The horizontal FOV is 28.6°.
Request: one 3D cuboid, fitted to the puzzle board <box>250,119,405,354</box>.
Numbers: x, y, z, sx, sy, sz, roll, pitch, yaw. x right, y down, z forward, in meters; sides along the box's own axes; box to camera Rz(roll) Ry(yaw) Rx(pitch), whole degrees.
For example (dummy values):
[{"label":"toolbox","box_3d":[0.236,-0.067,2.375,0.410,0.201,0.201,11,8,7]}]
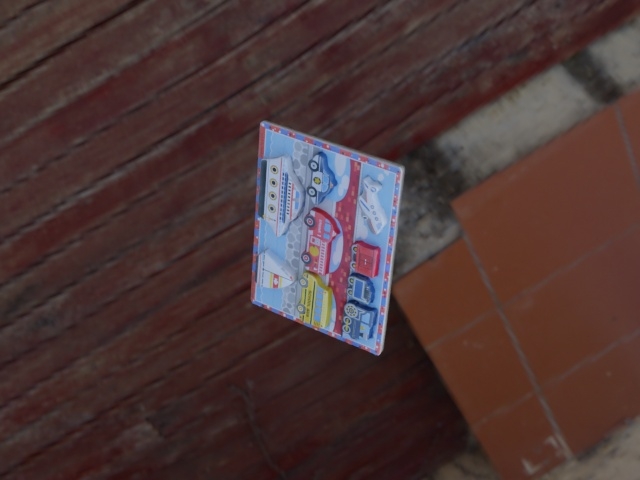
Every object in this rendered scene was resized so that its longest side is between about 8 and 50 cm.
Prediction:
[{"label":"puzzle board","box_3d":[0.000,0.000,0.753,0.011,0.096,0.128,-37,140,-50]}]
